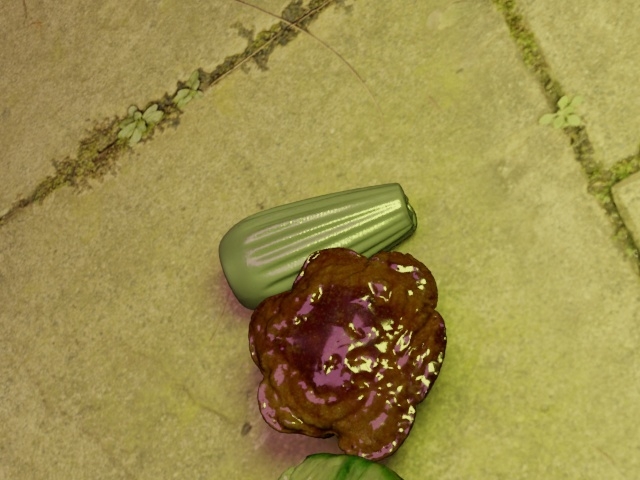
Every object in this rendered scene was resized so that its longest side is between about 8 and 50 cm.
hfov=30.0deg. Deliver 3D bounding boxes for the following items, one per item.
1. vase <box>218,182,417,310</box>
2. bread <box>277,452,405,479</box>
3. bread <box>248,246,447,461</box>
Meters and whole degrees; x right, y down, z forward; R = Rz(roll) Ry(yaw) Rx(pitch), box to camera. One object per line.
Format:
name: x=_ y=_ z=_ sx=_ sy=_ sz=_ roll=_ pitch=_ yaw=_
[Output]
vase: x=0.000 y=0.000 z=1.511 sx=0.248 sy=0.128 sz=0.128 roll=-22 pitch=58 yaw=11
bread: x=-0.015 y=0.398 z=1.244 sx=0.366 sy=0.129 sz=0.382 roll=-33 pitch=32 yaw=22
bread: x=0.032 y=0.122 z=1.395 sx=0.232 sy=0.135 sz=0.246 roll=18 pitch=78 yaw=14
